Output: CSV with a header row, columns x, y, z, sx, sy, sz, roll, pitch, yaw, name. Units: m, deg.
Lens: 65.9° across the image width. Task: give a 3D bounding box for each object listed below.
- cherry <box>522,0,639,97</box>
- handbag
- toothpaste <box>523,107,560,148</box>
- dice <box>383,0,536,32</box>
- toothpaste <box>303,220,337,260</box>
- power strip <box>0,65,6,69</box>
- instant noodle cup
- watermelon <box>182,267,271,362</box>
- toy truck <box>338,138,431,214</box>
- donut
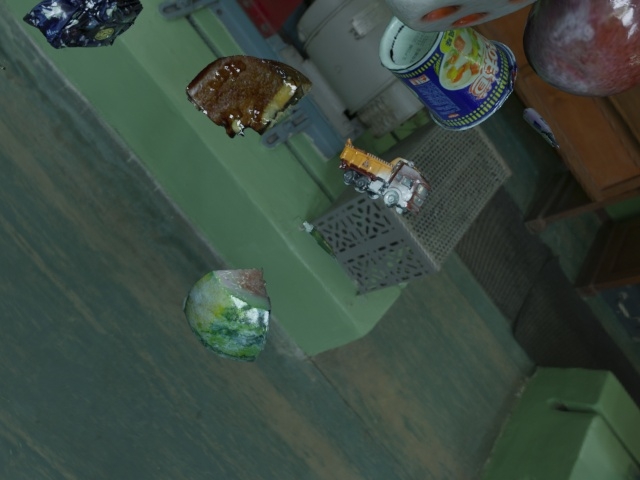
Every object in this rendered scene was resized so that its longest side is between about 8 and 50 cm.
x,y,z,sx,sy,sz,roll,pitch,yaw,name
0.513,-0.393,0.906,0.261,0.307,0.221,24,82,20,cherry
-0.426,-0.438,0.924,0.113,0.162,0.260,47,15,-17,handbag
0.476,-0.249,1.068,0.045,0.028,0.170,48,22,-29,toothpaste
0.238,-0.495,0.801,0.251,0.259,0.243,-19,96,-45,dice
0.000,0.000,1.660,0.204,0.031,0.049,48,7,-40,toothpaste
-0.683,-0.336,0.744,0.367,0.106,0.043,16,63,-26,power strip
0.330,-0.485,1.340,0.312,0.284,0.285,17,65,-43,instant noodle cup
-0.222,0.199,1.223,0.224,0.305,0.180,39,49,8,watermelon
0.173,-0.177,1.372,0.114,0.270,0.135,20,101,-56,toy truck
-0.110,-0.256,0.832,0.144,0.186,0.126,56,29,-6,donut
